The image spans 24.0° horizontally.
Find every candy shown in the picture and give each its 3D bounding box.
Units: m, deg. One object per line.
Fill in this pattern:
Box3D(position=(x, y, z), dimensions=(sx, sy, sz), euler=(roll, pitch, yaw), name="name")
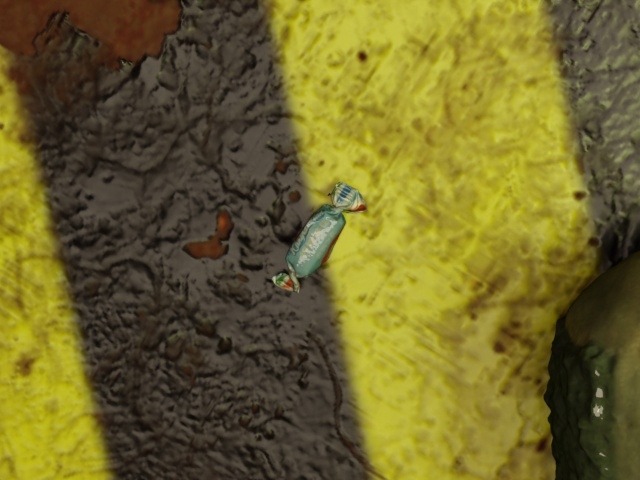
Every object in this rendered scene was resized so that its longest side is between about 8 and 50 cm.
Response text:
Box3D(position=(0.000, 0.000, 0.997), dimensions=(0.030, 0.020, 0.083), euler=(33, 98, 3), name="candy")

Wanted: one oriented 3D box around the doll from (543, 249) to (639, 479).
Box3D(position=(0.260, 0.171, 0.891), dimensions=(0.247, 0.247, 0.349), euler=(-3, 103, 4), name="doll")
